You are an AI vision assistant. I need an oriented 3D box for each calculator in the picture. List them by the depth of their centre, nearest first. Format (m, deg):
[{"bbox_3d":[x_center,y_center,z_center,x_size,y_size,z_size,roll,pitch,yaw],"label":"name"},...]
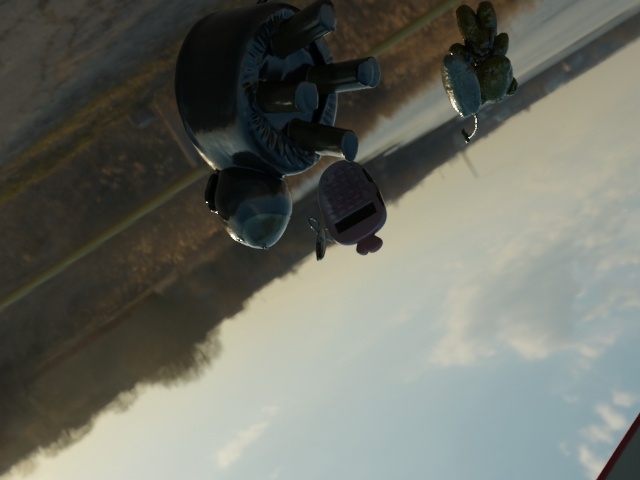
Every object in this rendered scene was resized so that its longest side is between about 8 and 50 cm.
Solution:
[{"bbox_3d":[0.051,-0.051,1.273,0.103,0.166,0.024,-29,160,19],"label":"calculator"}]

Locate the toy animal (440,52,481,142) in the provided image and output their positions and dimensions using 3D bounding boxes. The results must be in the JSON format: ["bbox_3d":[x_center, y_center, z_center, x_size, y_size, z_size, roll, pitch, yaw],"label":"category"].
[{"bbox_3d":[0.289,-0.274,1.596,0.070,0.253,0.079,-8,-126,18],"label":"toy animal"}]

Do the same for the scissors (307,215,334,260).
[{"bbox_3d":[0.000,0.000,1.292,0.014,0.058,0.119,-48,-163,23],"label":"scissors"}]

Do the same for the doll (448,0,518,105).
[{"bbox_3d":[0.337,-0.383,1.634,0.137,0.209,0.097,-18,-176,-22],"label":"doll"}]

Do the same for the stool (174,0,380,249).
[{"bbox_3d":[-0.033,-0.115,0.739,0.139,0.228,0.153,2,-160,36],"label":"stool"}]

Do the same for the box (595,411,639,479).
[{"bbox_3d":[0.329,0.291,0.591,0.312,0.300,0.314,-52,151,-11],"label":"box"}]
